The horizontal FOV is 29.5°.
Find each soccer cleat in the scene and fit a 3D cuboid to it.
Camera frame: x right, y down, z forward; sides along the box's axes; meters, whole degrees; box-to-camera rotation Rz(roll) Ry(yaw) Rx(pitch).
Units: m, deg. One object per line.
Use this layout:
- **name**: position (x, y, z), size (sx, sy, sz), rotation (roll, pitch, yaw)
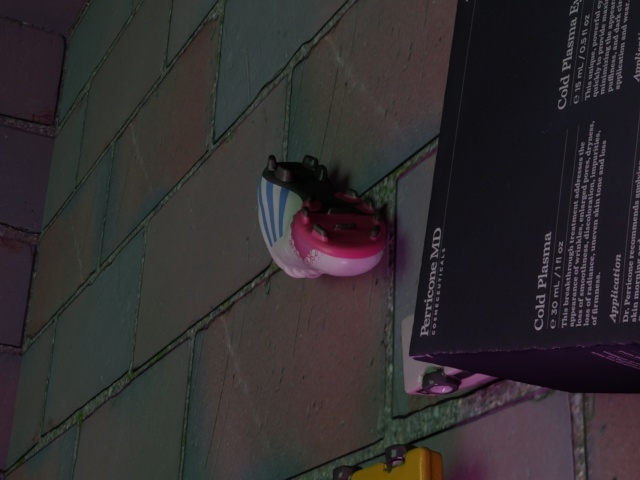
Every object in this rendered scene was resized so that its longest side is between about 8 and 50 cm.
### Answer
- **soccer cleat**: position (0.000, 0.000, 1.525), size (0.331, 0.116, 0.143), rotation (-127, 38, -63)

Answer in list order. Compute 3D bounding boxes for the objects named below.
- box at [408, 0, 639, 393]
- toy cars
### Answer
- **box**: position (0.237, -0.065, 0.914), size (0.312, 0.179, 0.343), rotation (-12, 66, 63)
- **toy cars**: position (0.118, 0.178, 1.176), size (0.394, 0.087, 0.176), rotation (-65, 31, 17)
